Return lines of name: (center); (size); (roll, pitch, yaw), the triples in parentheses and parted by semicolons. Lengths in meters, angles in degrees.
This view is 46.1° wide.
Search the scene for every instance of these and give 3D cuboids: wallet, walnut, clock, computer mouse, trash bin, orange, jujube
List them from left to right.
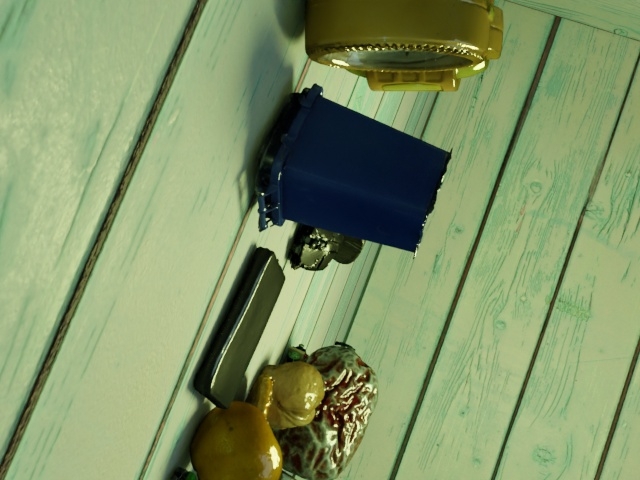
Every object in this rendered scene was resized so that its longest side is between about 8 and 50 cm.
orange: (-0.135, 0.335, 1.185); (0.136, 0.159, 0.159); (-23, 158, -10)
wallet: (-0.118, 0.128, 1.143); (0.149, 0.044, 0.250); (75, 36, -68)
walnut: (-0.069, 0.321, 1.570); (0.166, 0.149, 0.166); (-41, 177, -3)
computer mouse: (0.000, 0.000, 1.468); (0.241, 0.077, 0.147); (-8, 116, -80)
jujube: (0.003, 0.396, 1.732); (0.317, 0.226, 0.226); (-61, 168, -26)
trash bin: (0.039, -0.078, 1.001); (0.163, 0.234, 0.184); (95, 17, -62)
clock: (0.105, -0.295, 0.964); (0.317, 0.244, 0.201); (-26, 115, -71)

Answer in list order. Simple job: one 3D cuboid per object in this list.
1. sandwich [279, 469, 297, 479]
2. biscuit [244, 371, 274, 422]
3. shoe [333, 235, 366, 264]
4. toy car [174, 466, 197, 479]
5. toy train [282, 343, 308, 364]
sandwich: (-0.103, 0.622, 1.735); (0.198, 0.227, 0.155); (93, 18, -63)
biscuit: (-0.137, 0.368, 1.384); (0.254, 0.035, 0.254); (-159, -90, -82)
shoe: (0.075, -0.086, 1.607); (0.149, 0.109, 0.293); (-56, 160, -37)
toy car: (-0.209, 0.417, 1.158); (0.165, 0.062, 0.071); (101, 13, -46)
toy train: (-0.072, 0.321, 1.835); (0.087, 0.050, 0.138); (-33, 140, -66)
